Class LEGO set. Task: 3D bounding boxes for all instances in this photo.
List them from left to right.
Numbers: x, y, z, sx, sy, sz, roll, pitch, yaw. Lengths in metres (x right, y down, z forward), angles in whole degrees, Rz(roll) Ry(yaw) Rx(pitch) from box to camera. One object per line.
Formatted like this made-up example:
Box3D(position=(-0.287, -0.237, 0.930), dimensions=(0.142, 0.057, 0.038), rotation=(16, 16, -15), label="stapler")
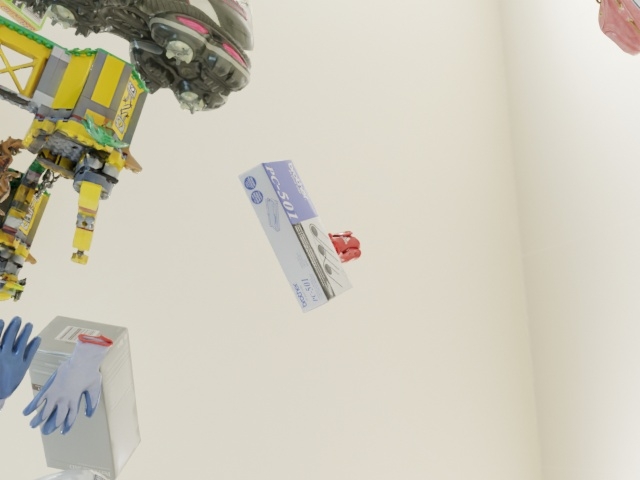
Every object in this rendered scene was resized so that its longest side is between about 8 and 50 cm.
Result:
Box3D(position=(-0.281, -0.022, 0.511), dimensions=(0.255, 0.331, 0.192), rotation=(30, -122, -34), label="LEGO set")

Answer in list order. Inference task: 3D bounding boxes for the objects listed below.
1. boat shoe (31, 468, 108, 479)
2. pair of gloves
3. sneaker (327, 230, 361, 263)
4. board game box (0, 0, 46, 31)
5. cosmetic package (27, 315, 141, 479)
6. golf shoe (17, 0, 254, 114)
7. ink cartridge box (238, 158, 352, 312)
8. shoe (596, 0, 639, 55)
Box3D(position=(-0.440, 0.432, 0.969), dimensions=(0.367, 0.156, 0.135), rotation=(-19, -51, -1), label="boat shoe")
Box3D(position=(-0.374, 0.179, 0.987), dimensions=(0.198, 0.023, 0.159), rotation=(21, -82, -36), label="pair of gloves")
Box3D(position=(0.000, 0.000, 1.248), dimensions=(0.128, 0.221, 0.087), rotation=(-21, -100, -5), label="sneaker")
Box3D(position=(-0.437, -0.463, 1.165), dimensions=(0.124, 0.039, 0.259), rotation=(39, -118, -48), label="board game box")
Box3D(position=(-0.362, 0.244, 1.171), dimensions=(0.127, 0.107, 0.237), rotation=(6, -64, 11), label="cosmetic package")
Box3D(position=(-0.166, -0.223, 0.630), dimensions=(0.273, 0.105, 0.120), rotation=(37, -128, -37), label="golf shoe")
Box3D(position=(-0.033, -0.010, 1.057), dimensions=(0.207, 0.046, 0.097), rotation=(64, -156, 2), label="ink cartridge box")
Box3D(position=(0.359, -0.314, 0.929), dimensions=(0.064, 0.081, 0.178), rotation=(-29, -100, -26), label="shoe")
